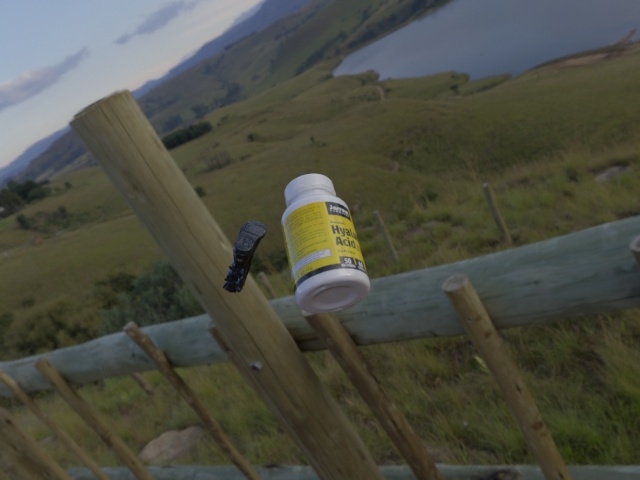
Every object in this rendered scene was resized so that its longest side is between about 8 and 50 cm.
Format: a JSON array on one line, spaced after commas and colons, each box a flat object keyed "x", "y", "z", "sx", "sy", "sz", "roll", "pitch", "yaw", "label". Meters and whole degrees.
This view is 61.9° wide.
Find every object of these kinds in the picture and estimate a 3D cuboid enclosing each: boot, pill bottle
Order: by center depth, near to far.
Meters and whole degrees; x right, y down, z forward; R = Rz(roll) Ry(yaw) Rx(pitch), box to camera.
[{"x": 0.000, "y": 0.000, "z": 0.474, "sx": 0.065, "sy": 0.065, "sz": 0.116, "roll": -24, "pitch": 57, "yaw": 15, "label": "pill bottle"}, {"x": -0.137, "y": 0.031, "z": 0.963, "sx": 0.045, "sy": 0.099, "sz": 0.121, "roll": 18, "pitch": 31, "yaw": 2, "label": "boot"}]
